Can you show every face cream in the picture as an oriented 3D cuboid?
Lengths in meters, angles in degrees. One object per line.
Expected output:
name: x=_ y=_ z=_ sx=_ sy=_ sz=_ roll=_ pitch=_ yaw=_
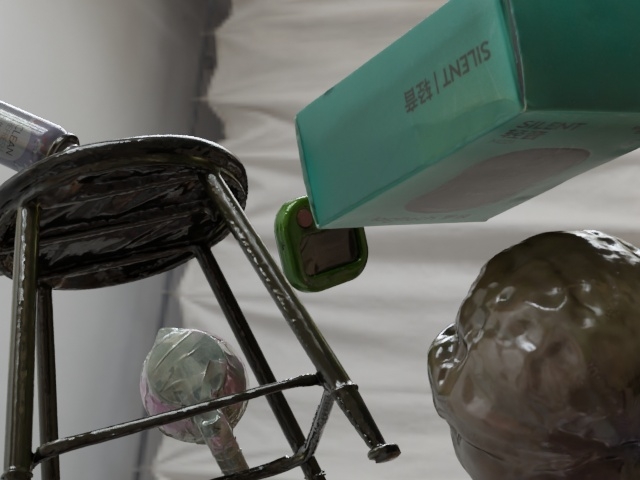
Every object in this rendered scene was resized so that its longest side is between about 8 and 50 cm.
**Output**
face cream: x=-0.385 y=-0.130 z=1.525 sx=0.075 sy=0.229 sz=0.075 roll=-59 pitch=-17 yaw=-30

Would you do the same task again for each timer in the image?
timer: x=0.000 y=0.000 z=1.649 sx=0.140 sy=0.047 sz=0.128 roll=-18 pitch=-81 yaw=-40

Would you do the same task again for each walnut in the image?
walnut: x=0.205 y=0.115 z=1.009 sx=0.248 sy=0.248 sz=0.248 roll=0 pitch=-90 yaw=-66

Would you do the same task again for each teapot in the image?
teapot: x=-0.192 y=0.234 z=1.837 sx=0.178 sy=0.163 sz=0.221 roll=81 pitch=-173 yaw=-69

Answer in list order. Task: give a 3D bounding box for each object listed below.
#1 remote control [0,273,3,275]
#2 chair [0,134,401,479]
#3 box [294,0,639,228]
remote control: x=-0.368 y=-0.010 z=1.663 sx=0.029 sy=0.190 sz=0.087 roll=-12 pitch=-91 yaw=-72
chair: x=-0.172 y=0.129 z=1.312 sx=0.362 sy=0.365 sz=0.410 roll=102 pitch=153 yaw=-64
box: x=0.141 y=-0.106 z=1.035 sx=0.205 sy=0.311 sz=0.118 roll=-5 pitch=-104 yaw=-33
